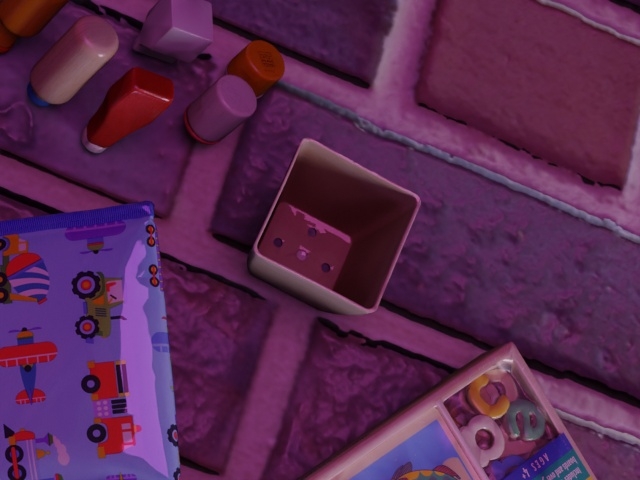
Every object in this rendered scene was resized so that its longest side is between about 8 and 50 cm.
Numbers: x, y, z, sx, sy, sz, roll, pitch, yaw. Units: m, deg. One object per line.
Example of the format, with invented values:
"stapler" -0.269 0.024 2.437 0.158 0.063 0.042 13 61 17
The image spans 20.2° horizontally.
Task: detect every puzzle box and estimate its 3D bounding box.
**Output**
"puzzle box" 0.069 0.289 1.374 0.409 0.052 0.272 -31 90 -32

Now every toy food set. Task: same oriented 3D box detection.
"toy food set" -0.150 -0.134 1.449 0.232 0.104 0.111 16 55 -33

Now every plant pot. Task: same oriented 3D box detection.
"plant pot" 0.000 0.000 1.443 0.109 0.096 0.109 27 68 -9

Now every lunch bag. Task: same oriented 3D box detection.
"lunch bag" -0.259 0.103 1.316 0.293 0.138 0.221 -5 78 -9
